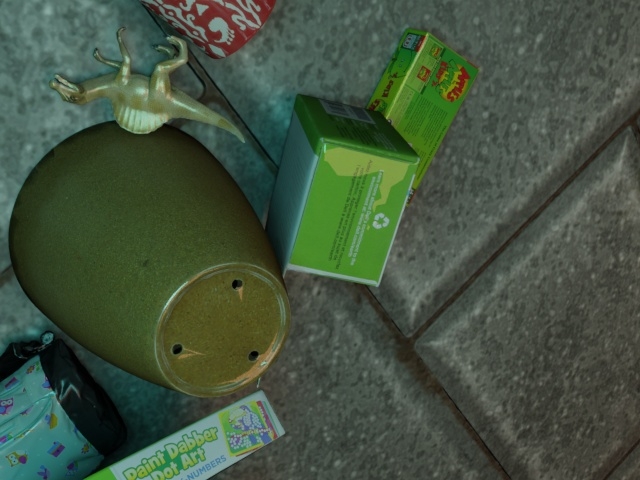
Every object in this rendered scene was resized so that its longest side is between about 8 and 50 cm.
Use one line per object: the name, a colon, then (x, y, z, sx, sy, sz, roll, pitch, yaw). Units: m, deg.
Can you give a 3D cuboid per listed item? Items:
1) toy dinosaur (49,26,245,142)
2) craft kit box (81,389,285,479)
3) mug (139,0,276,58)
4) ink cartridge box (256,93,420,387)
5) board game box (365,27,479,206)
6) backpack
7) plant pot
toy dinosaur: (-0.153, -0.143, 0.767, 0.183, 0.053, 0.092, 12, 84, -5)
craft kit box: (-0.192, 0.249, 0.783, 0.250, 0.061, 0.246, -21, 163, -42)
mug: (-0.116, -0.263, 0.720, 0.169, 0.113, 0.150, 39, 85, -34)
ink cartridge box: (0.000, 0.000, 0.833, 0.097, 0.189, 0.255, 10, 111, -12)
board game box: (0.101, -0.141, 0.946, 0.092, 0.043, 0.181, 24, 96, -36)
backpack: (-0.296, 0.198, 0.796, 0.182, 0.115, 0.152, -33, 125, -12)
plant pot: (-0.137, 0.033, 0.743, 0.237, 0.254, 0.237, -12, 116, -27)
